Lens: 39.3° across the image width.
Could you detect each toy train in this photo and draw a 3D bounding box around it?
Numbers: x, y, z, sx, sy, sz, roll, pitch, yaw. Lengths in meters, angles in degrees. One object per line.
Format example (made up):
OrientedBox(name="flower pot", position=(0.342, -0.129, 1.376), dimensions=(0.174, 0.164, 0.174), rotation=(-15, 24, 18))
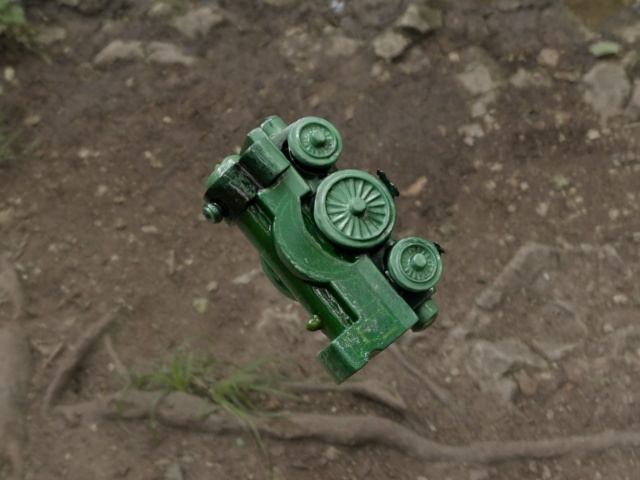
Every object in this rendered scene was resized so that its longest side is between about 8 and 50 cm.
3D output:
OrientedBox(name="toy train", position=(0.000, 0.000, 0.591), dimensions=(0.105, 0.071, 0.178), rotation=(-37, 83, -25))
